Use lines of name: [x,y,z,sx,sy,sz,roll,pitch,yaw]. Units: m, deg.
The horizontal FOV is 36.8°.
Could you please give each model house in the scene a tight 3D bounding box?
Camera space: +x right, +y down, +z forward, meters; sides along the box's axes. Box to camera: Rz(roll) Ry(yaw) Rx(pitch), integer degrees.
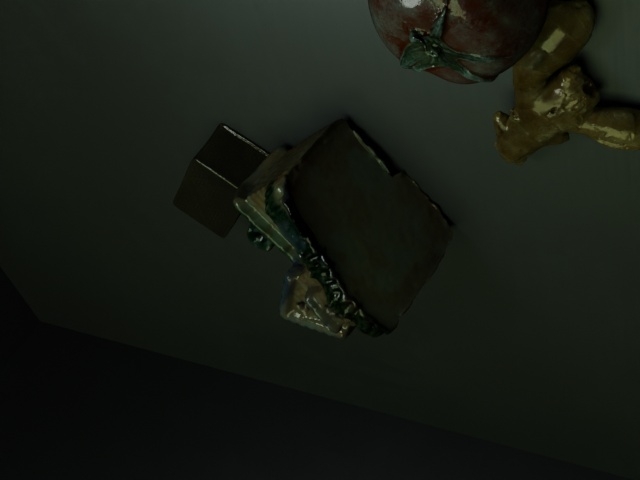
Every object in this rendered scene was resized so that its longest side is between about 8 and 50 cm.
model house: [0.000,0.000,2.345,0.445,0.395,0.400,47,145,-16]

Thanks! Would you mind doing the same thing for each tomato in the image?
tomato: [0.237,-0.424,1.686,0.317,0.282,0.316,23,164,7]

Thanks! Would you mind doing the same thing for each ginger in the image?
ginger: [0.440,-0.275,1.884,0.348,0.122,0.363,-19,132,39]

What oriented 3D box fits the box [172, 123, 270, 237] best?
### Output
box: [-0.259,-0.153,2.563,0.184,0.143,0.273,33,148,-3]
